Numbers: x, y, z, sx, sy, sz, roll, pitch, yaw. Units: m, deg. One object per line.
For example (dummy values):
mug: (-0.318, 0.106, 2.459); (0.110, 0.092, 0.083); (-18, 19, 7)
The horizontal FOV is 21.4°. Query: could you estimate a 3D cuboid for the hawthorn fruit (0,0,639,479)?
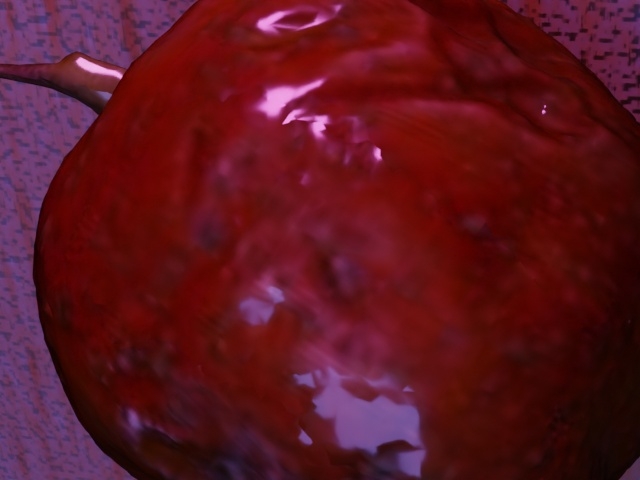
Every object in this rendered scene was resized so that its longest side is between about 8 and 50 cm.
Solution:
hawthorn fruit: (0.019, 0.014, 0.649); (0.258, 0.258, 0.262); (-18, 92, 28)
